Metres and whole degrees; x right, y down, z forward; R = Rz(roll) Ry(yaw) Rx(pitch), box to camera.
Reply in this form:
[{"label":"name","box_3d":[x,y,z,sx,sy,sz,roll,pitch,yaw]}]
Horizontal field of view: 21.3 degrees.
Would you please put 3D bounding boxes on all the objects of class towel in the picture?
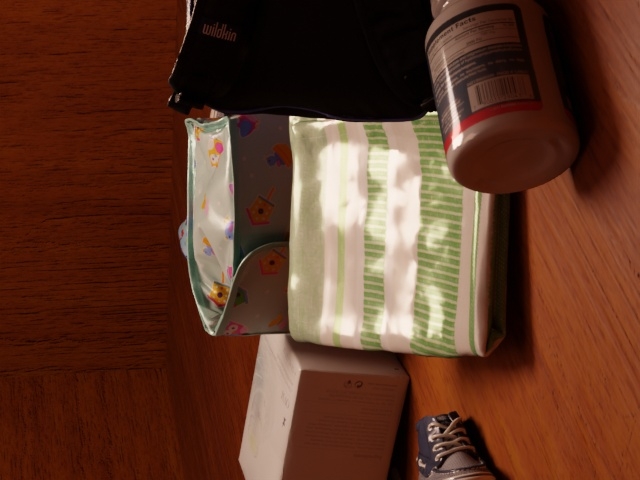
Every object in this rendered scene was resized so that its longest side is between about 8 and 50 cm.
[{"label":"towel","box_3d":[0.067,-0.014,1.636,0.324,0.038,0.248,2,92,55]}]

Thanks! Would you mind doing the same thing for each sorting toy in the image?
[{"label":"sorting toy","box_3d":[0.091,0.314,1.994,0.083,0.012,0.062,-109,20,-56]}]

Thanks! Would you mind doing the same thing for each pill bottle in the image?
[{"label":"pill bottle","box_3d":[0.142,-0.139,1.383,0.108,0.108,0.180,106,159,-59]}]

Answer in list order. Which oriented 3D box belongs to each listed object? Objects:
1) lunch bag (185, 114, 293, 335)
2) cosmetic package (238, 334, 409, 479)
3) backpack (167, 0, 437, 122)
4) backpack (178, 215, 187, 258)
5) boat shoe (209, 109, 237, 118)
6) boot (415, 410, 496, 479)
[{"label":"lunch bag","box_3d":[-0.035,-0.018,1.979,0.160,0.223,0.262,1,93,60]},{"label":"cosmetic package","box_3d":[-0.003,0.218,2.047,0.224,0.138,0.225,-123,40,-68]},{"label":"backpack","box_3d":[0.003,-0.253,1.521,0.213,0.276,0.263,-80,-9,-60]},{"label":"backpack","box_3d":[-0.129,-0.027,2.615,0.158,0.173,0.117,-105,17,-51]},{"label":"boat shoe","box_3d":[-0.074,-0.128,2.498,0.158,0.127,0.341,112,146,-50]},{"label":"boot","box_3d":[0.123,0.209,1.655,0.190,0.069,0.086,135,129,-77]}]
